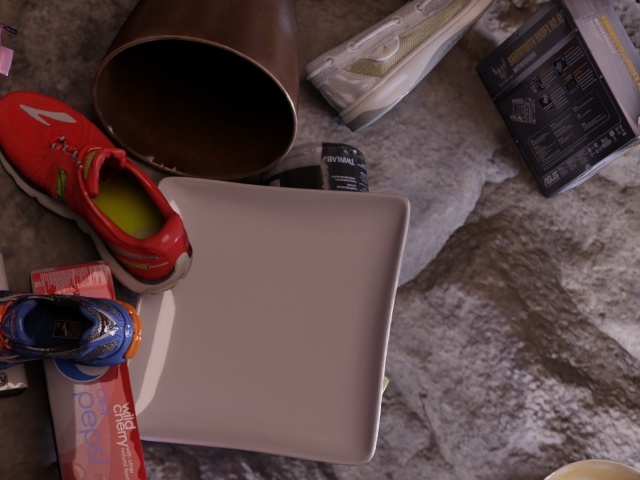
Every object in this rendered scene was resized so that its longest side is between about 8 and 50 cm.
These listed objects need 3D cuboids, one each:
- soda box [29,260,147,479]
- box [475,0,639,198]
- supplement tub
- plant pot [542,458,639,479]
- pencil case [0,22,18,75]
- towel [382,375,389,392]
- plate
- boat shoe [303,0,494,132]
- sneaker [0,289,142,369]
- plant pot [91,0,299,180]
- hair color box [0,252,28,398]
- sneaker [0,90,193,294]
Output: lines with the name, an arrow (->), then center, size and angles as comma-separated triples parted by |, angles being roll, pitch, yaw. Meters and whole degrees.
soda box -> -0.228, 0.158, 1.882 | 0.083, 0.092, 0.263 | -8, 77, -10
box -> 0.281, -0.167, 2.138 | 0.056, 0.231, 0.183 | -24, 83, -25
supplement tub -> 0.000, 0.000, 2.026 | 0.117, 0.117, 0.190 | 1, 73, -23
plant pot -> 0.308, 0.360, 2.087 | 0.236, 0.032, 0.236 | 8, 69, -21
pencil case -> -0.453, -0.209, 1.900 | 0.284, 0.124, 0.124 | 20, 66, -15
towel -> 0.030, 0.147, 2.050 | 0.083, 0.009, 0.060 | 37, 62, -9
plate -> -0.055, 0.081, 1.934 | 0.277, 0.045, 0.278 | 5, 77, 17
boat shoe -> 0.111, -0.260, 2.164 | 0.103, 0.118, 0.320 | 45, 68, -9
sneaker -> -0.284, 0.079, 1.805 | 0.221, 0.087, 0.083 | -5, 78, 14
plant pot -> -0.112, -0.220, 2.020 | 0.215, 0.215, 0.230 | 24, 51, -15
hair color box -> -0.341, 0.088, 1.891 | 0.072, 0.043, 0.141 | -7, 75, -24
sneaker -> -0.227, -0.071, 1.928 | 0.279, 0.118, 0.107 | 41, 67, 17
